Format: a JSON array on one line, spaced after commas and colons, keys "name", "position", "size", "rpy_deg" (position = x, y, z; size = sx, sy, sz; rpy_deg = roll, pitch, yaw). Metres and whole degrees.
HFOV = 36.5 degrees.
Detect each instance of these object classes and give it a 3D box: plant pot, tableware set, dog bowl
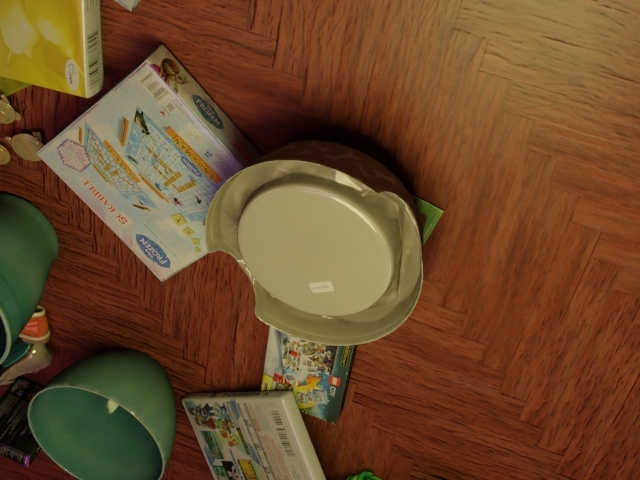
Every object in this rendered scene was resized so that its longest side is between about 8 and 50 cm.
[{"name": "plant pot", "position": [-0.403, 0.331, 1.935], "size": [0.290, 0.195, 0.290], "rpy_deg": [11, 129, 15]}, {"name": "plant pot", "position": [-0.619, 0.056, 1.776], "size": [0.271, 0.255, 0.272], "rpy_deg": [11, 128, 14]}, {"name": "tableware set", "position": [-0.571, -0.187, 1.715], "size": [0.168, 0.020, 0.141], "rpy_deg": [-10, 134, 24]}, {"name": "dog bowl", "position": [0.000, 0.000, 1.501], "size": [0.348, 0.102, 0.349], "rpy_deg": [12, 130, 14]}]

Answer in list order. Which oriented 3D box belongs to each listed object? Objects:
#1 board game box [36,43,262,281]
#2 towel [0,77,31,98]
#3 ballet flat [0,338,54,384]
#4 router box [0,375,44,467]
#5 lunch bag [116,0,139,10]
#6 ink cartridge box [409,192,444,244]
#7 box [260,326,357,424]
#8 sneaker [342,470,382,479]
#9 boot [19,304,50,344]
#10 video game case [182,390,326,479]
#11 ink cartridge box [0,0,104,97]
[{"name": "board game box", "position": [-0.265, -0.117, 1.626], "size": [0.318, 0.066, 0.319], "rpy_deg": [-29, 111, 35]}, {"name": "towel", "position": [-0.550, -0.290, 1.641], "size": [0.237, 0.021, 0.102], "rpy_deg": [-15, 119, 30]}, {"name": "ballet flat", "position": [-0.664, 0.271, 2.079], "size": [0.248, 0.086, 0.086], "rpy_deg": [-22, 115, 32]}, {"name": "router box", "position": [-0.638, 0.385, 2.082], "size": [0.133, 0.179, 0.046], "rpy_deg": [23, 128, 4]}, {"name": "lunch bag", "position": [-0.287, -0.392, 1.438], "size": [0.071, 0.053, 0.083], "rpy_deg": [36, 120, -10]}, {"name": "ink cartridge box", "position": [0.077, -0.042, 1.547], "size": [0.209, 0.062, 0.109], "rpy_deg": [27, 131, 1]}, {"name": "box", "position": [-0.022, 0.227, 1.802], "size": [0.159, 0.044, 0.233], "rpy_deg": [18, 130, 9]}, {"name": "sneaker", "position": [0.061, 0.513, 1.959], "size": [0.295, 0.109, 0.124], "rpy_deg": [5, 116, 12]}, {"name": "boot", "position": [-0.632, 0.156, 1.991], "size": [0.157, 0.059, 0.085], "rpy_deg": [9, 125, 5]}, {"name": "video game case", "position": [-0.113, 0.450, 1.919], "size": [0.300, 0.036, 0.329], "rpy_deg": [-9, 106, 43]}, {"name": "ink cartridge box", "position": [-0.486, -0.397, 1.496], "size": [0.307, 0.072, 0.304], "rpy_deg": [13, 126, 11]}]
